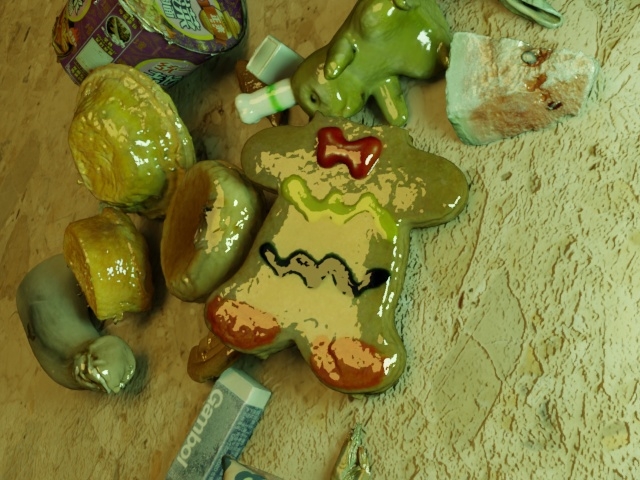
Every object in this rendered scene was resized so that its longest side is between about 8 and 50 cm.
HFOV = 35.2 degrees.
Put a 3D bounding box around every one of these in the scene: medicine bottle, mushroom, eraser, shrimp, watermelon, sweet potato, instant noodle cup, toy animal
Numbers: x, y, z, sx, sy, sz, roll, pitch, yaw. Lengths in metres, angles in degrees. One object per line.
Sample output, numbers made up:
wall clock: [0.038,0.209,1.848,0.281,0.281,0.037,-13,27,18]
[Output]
medicine bottle: [-0.061,-0.293,1.744,0.074,0.118,0.055,-56,43,8]
mushroom: [-0.463,0.175,1.890,0.177,0.126,0.397,-47,42,6]
eraser: [-0.163,0.310,1.593,0.092,0.046,0.212,28,90,47]
shrimp: [0.049,0.311,1.413,0.059,0.023,0.108,16,81,37]
watermelon: [0.284,-0.218,1.418,0.241,0.094,0.154,1,78,41]
sweet potato: [-0.106,-0.262,1.820,0.206,0.060,0.068,-122,31,-41]
instant noodle cup: [-0.353,-0.430,1.958,0.266,0.340,0.340,-35,49,37]
toy animal: [0.045,-0.254,1.590,0.363,0.181,0.180,-42,38,18]

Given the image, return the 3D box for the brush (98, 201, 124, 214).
brush: [-0.425,0.002,2.020,0.083,0.011,0.205,-18,59,35]

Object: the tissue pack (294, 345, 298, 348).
tissue pack: [-0.005,0.079,1.557,0.112,0.051,0.156,-21,56,32]

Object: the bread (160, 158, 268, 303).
bread: [-0.170,-0.013,1.685,0.244,0.134,0.244,-30,52,47]

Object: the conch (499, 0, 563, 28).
conch: [0.225,-0.464,1.520,0.386,0.203,0.169,30,92,31]

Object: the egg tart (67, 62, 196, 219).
egg tart: [-0.367,-0.168,1.862,0.319,0.128,0.319,18,122,32]

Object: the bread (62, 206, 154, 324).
bread: [-0.390,0.031,1.845,0.229,0.143,0.139,51,149,37]

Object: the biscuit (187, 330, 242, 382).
biscuit: [-0.149,0.156,1.633,0.224,0.033,0.144,-44,19,22]

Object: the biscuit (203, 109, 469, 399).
biscuit: [0.000,0.000,1.487,0.368,0.076,0.394,18,82,24]

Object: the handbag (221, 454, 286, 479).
handbag: [-0.048,0.402,1.302,0.190,0.251,0.193,-61,26,2]
